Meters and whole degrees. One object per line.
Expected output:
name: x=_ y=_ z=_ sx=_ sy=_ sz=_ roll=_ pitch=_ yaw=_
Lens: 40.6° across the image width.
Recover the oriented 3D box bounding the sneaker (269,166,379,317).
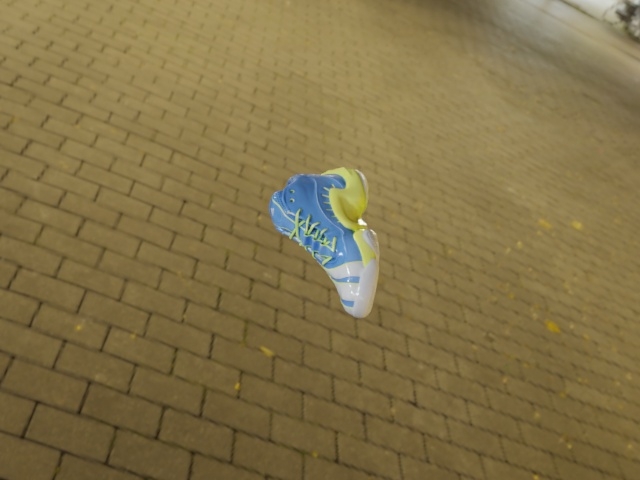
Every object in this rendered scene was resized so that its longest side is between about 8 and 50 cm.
sneaker: x=0.000 y=0.000 z=1.041 sx=0.126 sy=0.091 sz=0.240 roll=3 pitch=38 yaw=-6
